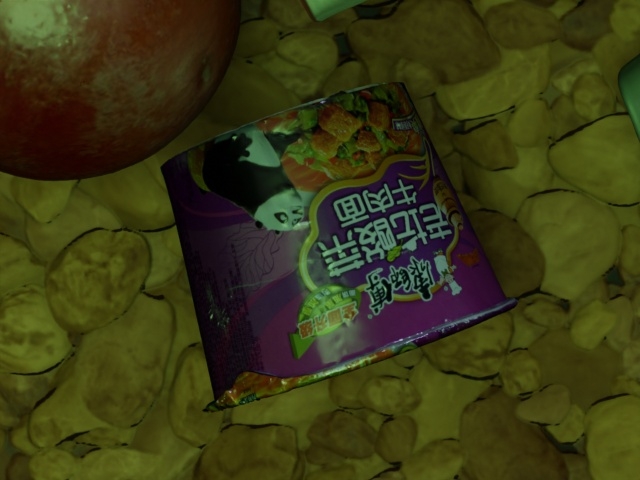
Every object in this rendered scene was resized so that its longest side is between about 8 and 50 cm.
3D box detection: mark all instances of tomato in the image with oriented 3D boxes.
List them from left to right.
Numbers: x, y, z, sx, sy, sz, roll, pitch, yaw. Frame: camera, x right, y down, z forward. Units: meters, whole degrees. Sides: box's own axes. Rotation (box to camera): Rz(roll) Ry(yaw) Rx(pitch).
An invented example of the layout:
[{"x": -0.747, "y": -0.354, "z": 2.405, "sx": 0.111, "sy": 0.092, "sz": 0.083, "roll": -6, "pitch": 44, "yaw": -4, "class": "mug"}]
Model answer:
[{"x": -0.194, "y": -0.165, "z": 1.437, "sx": 0.265, "sy": 0.265, "sz": 0.265, "roll": 2, "pitch": 102, "yaw": 8, "class": "tomato"}]

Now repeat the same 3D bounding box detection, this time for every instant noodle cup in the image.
[{"x": 0.000, "y": 0.000, "z": 1.474, "sx": 0.251, "sy": 0.251, "sz": 0.190, "roll": -19, "pitch": 89, "yaw": 12, "class": "instant noodle cup"}]

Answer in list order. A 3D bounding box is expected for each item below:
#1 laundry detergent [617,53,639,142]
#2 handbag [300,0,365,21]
[{"x": 0.381, "y": -0.094, "z": 1.457, "sx": 0.280, "sy": 0.105, "sz": 0.215, "roll": -22, "pitch": 97, "yaw": 11, "class": "laundry detergent"}, {"x": 0.002, "y": -0.324, "z": 1.394, "sx": 0.171, "sy": 0.151, "sz": 0.298, "roll": -22, "pitch": 123, "yaw": 12, "class": "handbag"}]
